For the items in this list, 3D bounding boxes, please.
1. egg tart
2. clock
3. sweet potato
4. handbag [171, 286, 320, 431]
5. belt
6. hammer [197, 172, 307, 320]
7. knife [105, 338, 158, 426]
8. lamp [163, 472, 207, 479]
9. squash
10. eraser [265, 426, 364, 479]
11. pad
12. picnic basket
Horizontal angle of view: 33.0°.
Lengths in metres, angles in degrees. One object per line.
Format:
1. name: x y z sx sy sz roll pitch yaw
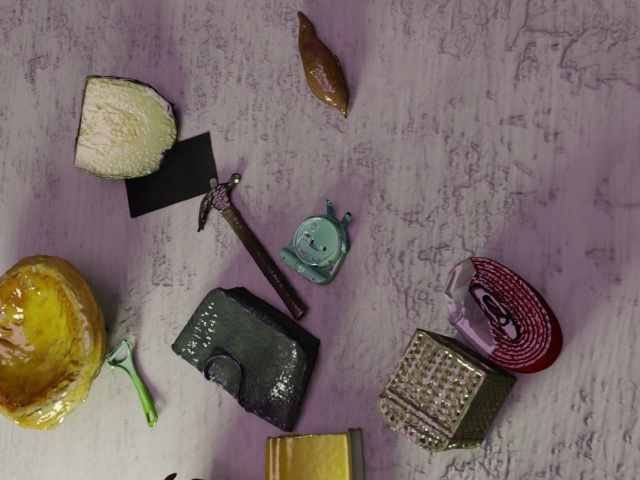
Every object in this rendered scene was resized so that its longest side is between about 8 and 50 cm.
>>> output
1. egg tart: -0.490 0.186 1.958 0.319 0.128 0.319 -5 80 29
2. clock: 0.000 0.000 1.831 0.101 0.041 0.135 33 94 24
3. sweet potato: -0.005 -0.314 1.878 0.068 0.068 0.226 -29 70 16
4. handbag: -0.122 0.191 1.833 0.270 0.089 0.175 33 104 22
5. belt: 0.276 0.113 1.652 0.128 0.124 0.201 -46 68 8
6. hammer: -0.111 0.019 1.884 0.125 0.027 0.297 -43 68 10
7. knife: -0.328 0.258 1.933 0.078 0.023 0.166 -48 65 35
8. lamp: -0.196 0.512 1.730 0.233 0.233 0.265 -40 54 12
9. squash: -0.356 -0.201 2.011 0.184 0.085 0.191 9 86 -5
10. eraser: -0.010 0.421 1.747 0.158 0.069 0.226 -7 78 19
11. pad: -0.279 -0.120 1.992 0.193 0.004 0.116 -17 74 20
12. picnic basket: 0.188 0.236 1.627 0.134 0.196 0.154 33 95 24
